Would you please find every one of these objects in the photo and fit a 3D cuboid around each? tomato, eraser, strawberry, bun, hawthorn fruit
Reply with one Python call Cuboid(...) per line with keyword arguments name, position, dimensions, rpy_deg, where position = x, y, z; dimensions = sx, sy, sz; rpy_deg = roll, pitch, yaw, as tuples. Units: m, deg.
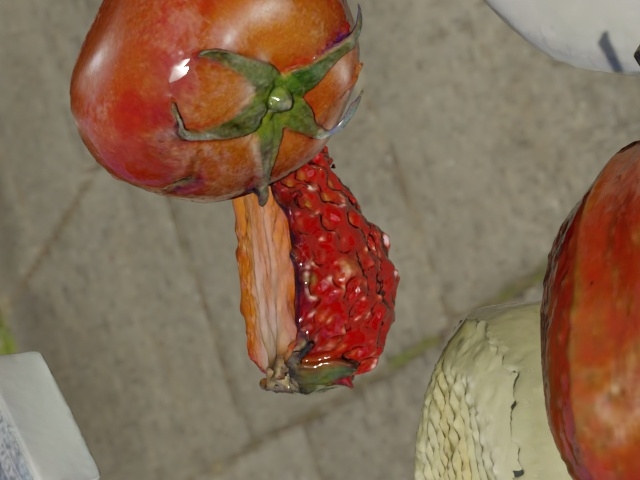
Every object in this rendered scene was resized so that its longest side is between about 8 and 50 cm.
Cuboid(name="tomato", position=(-0.060, -0.101, 1.066), dimensions=(0.167, 0.167, 0.167), rpy_deg=(48, 146, 47))
Cuboid(name="eraser", position=(-0.206, 0.160, 1.133), dimensions=(0.212, 0.046, 0.092), rpy_deg=(-51, 58, 40))
Cuboid(name="strawberry", position=(0.000, 0.000, 1.486), dimensions=(0.190, 0.111, 0.236), rpy_deg=(154, 108, -73))
Cuboid(name="bun", position=(0.175, 0.217, 1.172), dimensions=(0.364, 0.202, 0.364), rpy_deg=(177, 90, -83))
Cuboid(name="hawthorn fruit", position=(0.142, 0.014, 0.643), dimensions=(0.157, 0.157, 0.194), rpy_deg=(114, 148, -57))

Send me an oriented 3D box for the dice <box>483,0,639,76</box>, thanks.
Cuboid(name="dice", position=(0.221, -0.238, 1.063), dimensions=(0.251, 0.259, 0.243), rpy_deg=(15, 126, 50))
